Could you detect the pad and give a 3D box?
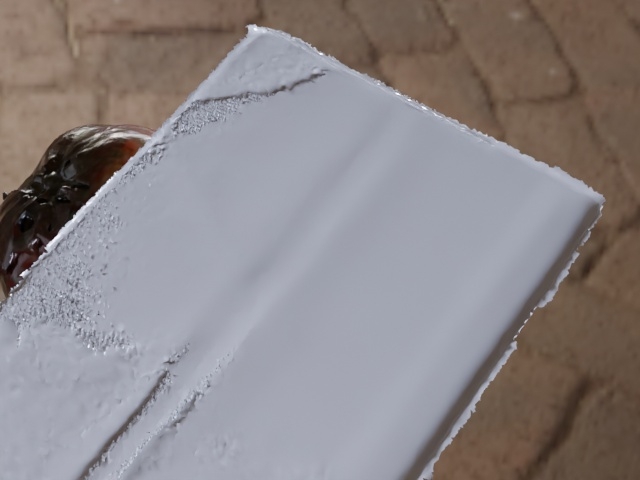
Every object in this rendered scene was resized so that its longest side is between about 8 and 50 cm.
[{"bbox_3d":[-0.021,0.028,0.578,0.156,0.004,0.232,29,59,16],"label":"pad"}]

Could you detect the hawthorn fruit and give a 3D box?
[{"bbox_3d":[-0.126,0.019,1.281,0.235,0.181,0.181,33,24,-38],"label":"hawthorn fruit"}]
